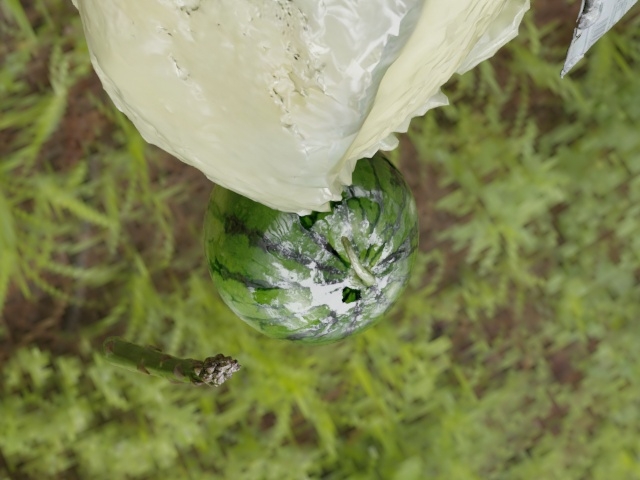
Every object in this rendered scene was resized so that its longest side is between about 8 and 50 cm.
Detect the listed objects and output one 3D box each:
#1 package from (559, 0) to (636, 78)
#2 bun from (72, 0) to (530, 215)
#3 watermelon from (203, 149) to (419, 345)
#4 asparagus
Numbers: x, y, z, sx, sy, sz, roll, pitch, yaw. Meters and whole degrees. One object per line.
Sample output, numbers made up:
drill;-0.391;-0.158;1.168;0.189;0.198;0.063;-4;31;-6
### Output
package;0.250;-0.226;1.448;0.173;0.027;0.171;-50;162;-25
bun;0.018;-0.135;0.581;0.259;0.152;0.259;-50;177;-3
watermelon;-0.001;0.000;0.813;0.109;0.109;0.109;-21;148;-13
asparagus;-0.107;0.085;1.272;0.024;0.025;0.248;-48;-162;-16
